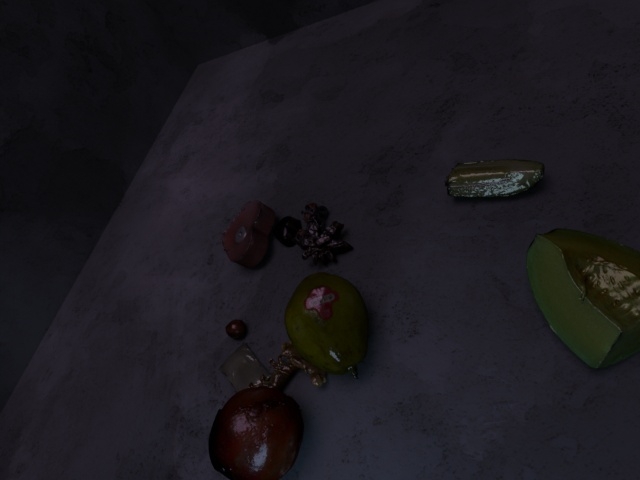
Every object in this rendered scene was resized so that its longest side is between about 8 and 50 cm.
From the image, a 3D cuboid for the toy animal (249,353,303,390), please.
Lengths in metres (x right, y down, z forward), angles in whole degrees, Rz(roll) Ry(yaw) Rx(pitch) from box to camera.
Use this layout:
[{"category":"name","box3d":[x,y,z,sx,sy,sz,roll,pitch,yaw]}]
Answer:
[{"category":"toy animal","box3d":[-0.160,0.484,1.603,0.099,0.056,0.241,35,73,28]}]

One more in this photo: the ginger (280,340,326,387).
[{"category":"ginger","box3d":[-0.058,0.419,1.573,0.177,0.052,0.193,9,40,3]}]

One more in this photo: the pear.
[{"category":"pear","box3d":[0.035,0.292,1.500,0.288,0.287,0.375,-32,67,10]}]

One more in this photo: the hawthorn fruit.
[{"category":"hawthorn fruit","box3d":[-0.208,0.609,1.412,0.316,0.316,0.315,-18,50,23]}]

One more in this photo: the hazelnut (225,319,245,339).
[{"category":"hazelnut","box3d":[-0.344,0.364,1.831,0.086,0.086,0.086,-18,50,23]}]

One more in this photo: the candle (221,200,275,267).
[{"category":"candle","box3d":[-0.338,-0.012,2.066,0.287,0.131,0.316,-16,52,40]}]

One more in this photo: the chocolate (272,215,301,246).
[{"category":"chocolate","box3d":[-0.158,-0.051,2.003,0.125,0.080,0.148,-3,59,32]}]

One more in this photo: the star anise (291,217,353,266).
[{"category":"star anise","box3d":[0.007,-0.003,1.811,0.220,0.099,0.214,-32,75,2]}]

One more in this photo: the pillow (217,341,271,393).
[{"category":"pillow","box3d":[-0.291,0.504,1.708,0.148,0.050,0.230,-42,46,-13]}]

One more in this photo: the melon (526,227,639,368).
[{"category":"melon","box3d":[0.729,0.112,1.187,0.331,0.226,0.343,-45,42,18]}]

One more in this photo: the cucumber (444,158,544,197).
[{"category":"cucumber","box3d":[0.623,-0.219,1.590,0.326,0.105,0.145,-2,31,33]}]

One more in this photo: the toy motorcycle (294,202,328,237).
[{"category":"toy motorcycle","box3d":[-0.048,-0.074,1.918,0.084,0.118,0.212,10,65,49]}]
